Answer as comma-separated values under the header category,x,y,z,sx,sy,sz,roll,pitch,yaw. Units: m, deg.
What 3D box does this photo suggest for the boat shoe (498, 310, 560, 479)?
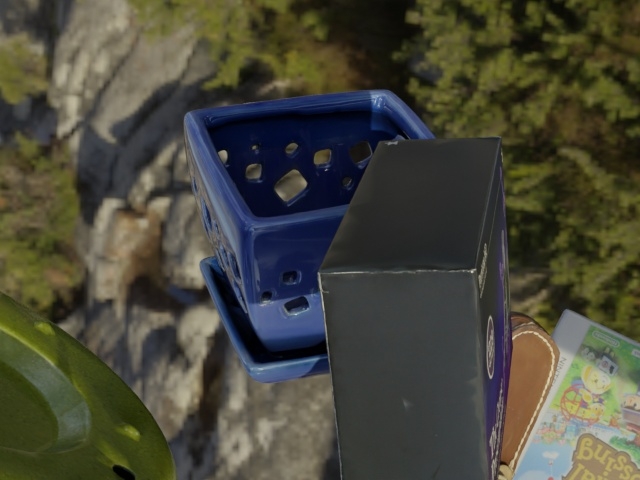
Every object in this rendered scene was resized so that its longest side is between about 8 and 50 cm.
category,x,y,z,sx,sy,sz,roll,pitch,yaw
boat shoe,0.103,0.208,1.042,0.324,0.123,0.116,-58,25,-6

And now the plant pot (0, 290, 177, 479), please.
category,x,y,z,sx,sy,sz,roll,pitch,yaw
plant pot,-0.255,0.202,0.645,0.353,0.366,0.366,-57,36,10

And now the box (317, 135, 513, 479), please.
category,x,y,z,sx,sy,sz,roll,pitch,yaw
box,0.076,0.053,0.896,0.261,0.103,0.184,-64,-32,-65

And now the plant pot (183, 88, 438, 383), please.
category,x,y,z,sx,sy,sz,roll,pitch,yaw
plant pot,0.000,0.000,1.286,0.236,0.235,0.212,-123,30,-53

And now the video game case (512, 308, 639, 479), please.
category,x,y,z,sx,sy,sz,roll,pitch,yaw
video game case,0.290,0.194,1.249,0.193,0.212,0.023,-60,-16,-14
